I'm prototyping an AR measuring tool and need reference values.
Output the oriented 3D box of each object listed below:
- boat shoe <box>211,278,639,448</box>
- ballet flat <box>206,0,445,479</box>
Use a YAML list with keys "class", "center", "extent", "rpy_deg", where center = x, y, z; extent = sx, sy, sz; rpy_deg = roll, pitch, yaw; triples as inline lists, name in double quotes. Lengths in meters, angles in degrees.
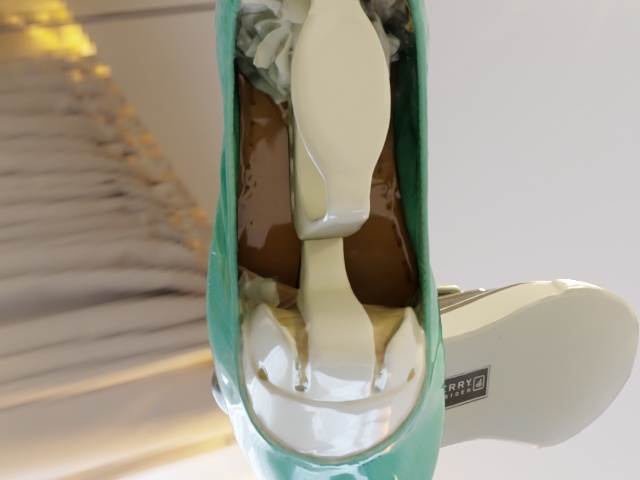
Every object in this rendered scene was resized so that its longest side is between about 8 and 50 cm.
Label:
- class: "boat shoe"
  center: [0.052, 0.051, 0.849]
  extent: [0.070, 0.219, 0.077]
  rpy_deg: [25, -67, 45]
- class: "ballet flat"
  center: [0.000, 0.000, 0.645]
  extent: [0.087, 0.083, 0.247]
  rpy_deg: [-92, 178, -75]
